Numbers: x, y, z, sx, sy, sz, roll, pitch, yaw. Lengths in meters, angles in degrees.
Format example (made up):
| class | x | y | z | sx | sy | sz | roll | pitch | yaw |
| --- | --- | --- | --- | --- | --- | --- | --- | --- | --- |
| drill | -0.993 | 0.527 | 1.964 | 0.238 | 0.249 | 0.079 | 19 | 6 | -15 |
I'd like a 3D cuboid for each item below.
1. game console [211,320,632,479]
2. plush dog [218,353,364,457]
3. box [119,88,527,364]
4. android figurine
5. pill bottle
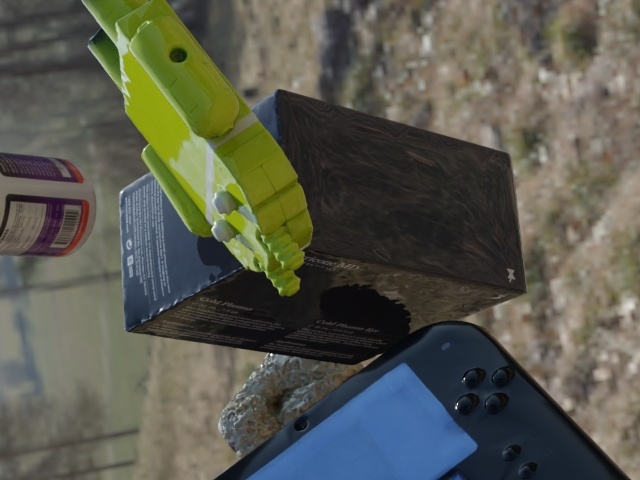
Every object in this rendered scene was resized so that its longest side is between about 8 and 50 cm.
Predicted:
| class | x | y | z | sx | sy | sz | roll | pitch | yaw |
| --- | --- | --- | --- | --- | --- | --- | --- | --- | --- |
| game console | 0.053 | 0.257 | 1.423 | 0.060 | 0.386 | 0.342 | 56 | 175 | -35 |
| plush dog | 0.031 | 0.216 | 2.073 | 0.211 | 0.225 | 0.262 | -65 | -24 | 2 |
| box | 0.000 | 0.000 | 1.827 | 0.312 | 0.343 | 0.179 | -26 | 61 | 46 |
| android figurine | -0.093 | -0.077 | 1.252 | 0.273 | 0.056 | 0.248 | 54 | 165 | 12 |
| pill bottle | -0.335 | -0.038 | 1.670 | 0.108 | 0.193 | 0.108 | -3 | 86 | 39 |
